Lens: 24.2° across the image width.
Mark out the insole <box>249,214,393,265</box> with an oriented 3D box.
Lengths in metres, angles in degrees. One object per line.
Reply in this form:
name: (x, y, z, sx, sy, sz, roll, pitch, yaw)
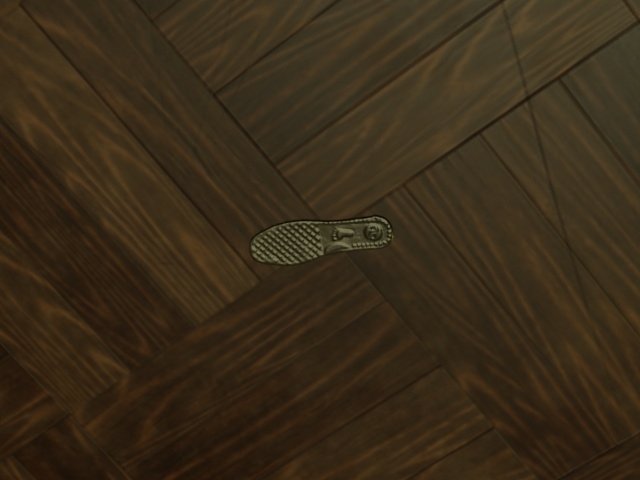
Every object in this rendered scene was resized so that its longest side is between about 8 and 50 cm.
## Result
insole: (0.000, 0.000, 1.366, 0.135, 0.002, 0.045, -7, 114, 10)
